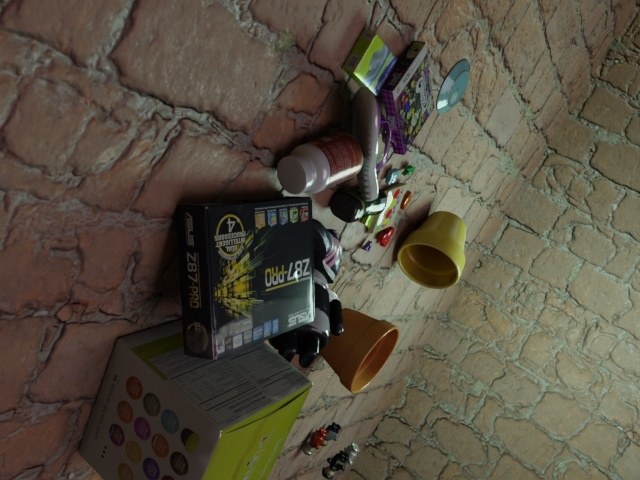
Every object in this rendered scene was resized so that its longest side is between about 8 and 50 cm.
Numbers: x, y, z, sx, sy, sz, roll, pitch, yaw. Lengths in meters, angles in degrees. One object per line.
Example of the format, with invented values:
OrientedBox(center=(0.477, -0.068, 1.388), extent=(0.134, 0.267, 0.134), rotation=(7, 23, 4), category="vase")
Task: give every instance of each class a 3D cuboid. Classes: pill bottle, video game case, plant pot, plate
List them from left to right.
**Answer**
OrientedBox(center=(-0.002, -0.184, 1.559), extent=(0.216, 0.121, 0.121), rotation=(-28, 143, -47), category="pill bottle")
OrientedBox(center=(0.127, 0.387, 2.384), extent=(0.291, 0.203, 0.291), rotation=(-41, 151, -29), category="plant pot")
OrientedBox(center=(0.244, -0.388, 1.773), extent=(0.210, 0.041, 0.232), rotation=(-56, 148, -27), category="video game case")
OrientedBox(center=(0.456, 0.021, 2.529), extent=(0.254, 0.254, 0.239), rotation=(92, 23, -49), category="plant pot")
OrientedBox(center=(0.441, -0.496, 2.109), extent=(0.188, 0.024, 0.188), rotation=(-43, 152, -29), category="plate")

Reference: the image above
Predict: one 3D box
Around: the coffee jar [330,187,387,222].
OrientedBox(center=(0.112, -0.107, 1.889), extent=(0.184, 0.096, 0.079), rotation=(-19, 133, -52), category="coffee jar")

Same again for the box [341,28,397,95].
OrientedBox(center=(0.126, -0.431, 1.590), extent=(0.109, 0.042, 0.178), rotation=(-59, 155, 7), category="box")

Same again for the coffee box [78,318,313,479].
OrientedBox(center=(-0.284, 0.412, 1.504), extent=(0.338, 0.334, 0.338), rotation=(-12, 130, -57), category="coffee box")

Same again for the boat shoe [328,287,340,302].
OrientedBox(center=(0.001, 0.217, 2.074), extent=(0.096, 0.098, 0.277), rotation=(-49, 156, -18), category="boat shoe")

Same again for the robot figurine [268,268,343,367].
OrientedBox(center=(-0.059, 0.203, 1.768), extent=(0.209, 0.173, 0.278), rotation=(41, 38, -43), category="robot figurine")

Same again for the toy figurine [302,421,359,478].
OrientedBox(center=(0.046, 0.943, 2.904), extent=(0.148, 0.213, 0.209), rotation=(-53, 159, 14), category="toy figurine")

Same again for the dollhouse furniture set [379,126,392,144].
OrientedBox(center=(0.162, -0.305, 1.829), extent=(0.151, 0.059, 0.076), rotation=(3, 127, -40), category="dollhouse furniture set")

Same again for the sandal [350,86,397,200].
OrientedBox(center=(0.143, -0.255, 1.679), extent=(0.102, 0.169, 0.416), rotation=(-14, 155, -5), category="sandal")

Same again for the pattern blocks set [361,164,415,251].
OrientedBox(center=(0.222, -0.106, 2.174), extent=(0.285, 0.026, 0.325), rotation=(-13, 131, -57), category="pattern blocks set")

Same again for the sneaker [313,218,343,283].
OrientedBox(center=(0.000, 0.000, 1.834), extent=(0.319, 0.112, 0.131), rotation=(77, 34, -61), category="sneaker")

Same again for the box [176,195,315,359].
OrientedBox(center=(-0.154, 0.066, 1.467), extent=(0.395, 0.097, 0.318), rotation=(-10, 102, -58), category="box")
